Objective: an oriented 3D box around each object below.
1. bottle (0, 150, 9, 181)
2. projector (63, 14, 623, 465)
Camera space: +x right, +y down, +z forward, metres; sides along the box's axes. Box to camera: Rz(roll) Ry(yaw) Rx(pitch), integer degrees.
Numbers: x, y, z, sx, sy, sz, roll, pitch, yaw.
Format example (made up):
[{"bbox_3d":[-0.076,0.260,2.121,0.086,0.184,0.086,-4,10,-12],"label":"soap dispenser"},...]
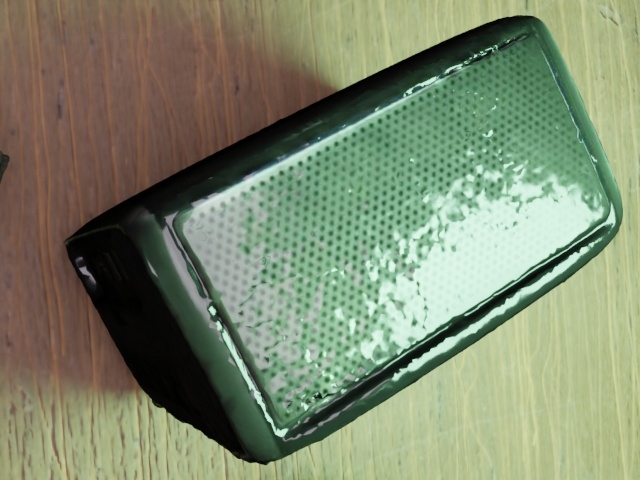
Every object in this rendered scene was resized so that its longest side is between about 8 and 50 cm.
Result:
[{"bbox_3d":[-0.437,-0.117,0.702,0.352,0.229,0.229,19,82,-15],"label":"bottle"},{"bbox_3d":[0.000,0.000,0.796,0.405,0.395,0.242,-30,100,-22],"label":"projector"}]
